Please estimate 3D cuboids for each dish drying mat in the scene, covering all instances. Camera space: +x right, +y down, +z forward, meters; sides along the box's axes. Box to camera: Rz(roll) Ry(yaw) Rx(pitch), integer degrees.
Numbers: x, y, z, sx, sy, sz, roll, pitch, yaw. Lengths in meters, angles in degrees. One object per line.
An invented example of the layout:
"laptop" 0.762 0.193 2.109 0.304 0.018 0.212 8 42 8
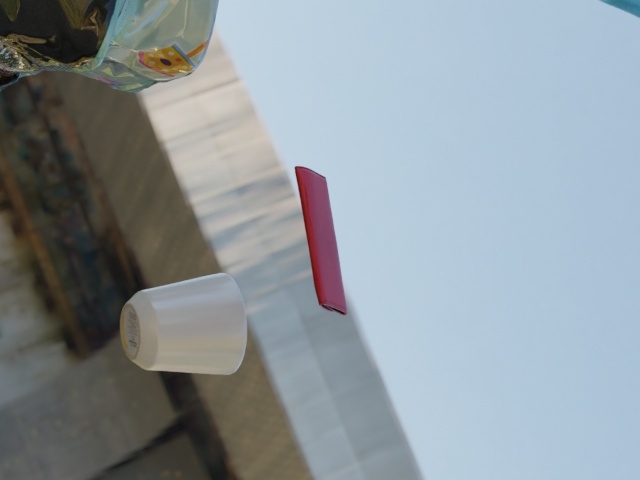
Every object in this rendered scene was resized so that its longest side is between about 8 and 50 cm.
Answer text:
"dish drying mat" 0.000 0.000 0.920 0.032 0.008 0.083 27 50 -59

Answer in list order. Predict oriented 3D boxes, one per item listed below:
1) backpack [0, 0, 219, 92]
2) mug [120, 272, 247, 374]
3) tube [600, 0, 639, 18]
"backpack" -0.107 -0.128 0.563 0.188 0.144 0.166 -1 -103 55
"mug" -0.088 0.057 0.996 0.078 0.064 0.062 -61 -138 45
"tube" 0.241 -0.193 0.889 0.080 0.207 0.052 13 44 -53
